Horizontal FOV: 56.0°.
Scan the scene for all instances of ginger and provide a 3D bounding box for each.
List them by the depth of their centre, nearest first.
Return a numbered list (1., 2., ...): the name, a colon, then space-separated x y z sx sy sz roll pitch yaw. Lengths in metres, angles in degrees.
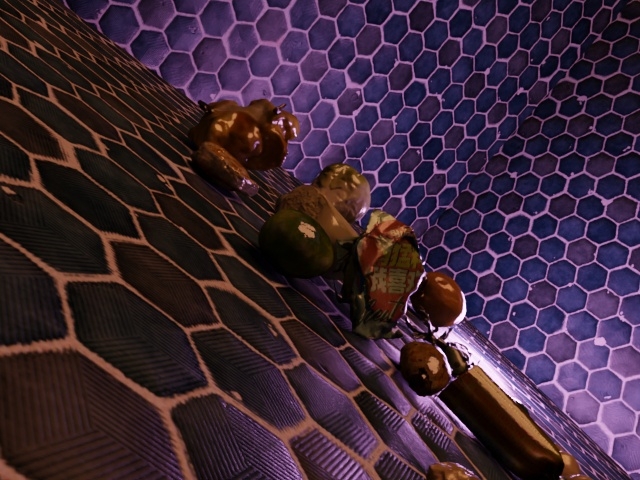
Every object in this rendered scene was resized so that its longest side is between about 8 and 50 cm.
1. ginger: 0.245 0.383 0.864 0.299 0.065 0.118 31 25 -45

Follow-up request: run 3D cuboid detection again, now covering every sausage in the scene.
1. sausage: 0.404 0.405 1.286 0.317 0.125 0.117 44 19 22

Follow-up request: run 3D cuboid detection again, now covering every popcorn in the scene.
1. popcorn: -0.242 -0.311 1.855 0.316 0.280 0.297 23 43 18

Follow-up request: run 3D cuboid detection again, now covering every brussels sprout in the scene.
1. brussels sprout: -0.056 0.005 1.286 0.181 0.143 0.162 18 12 39
2. brussels sprout: 0.058 -0.166 2.320 0.242 0.274 0.316 60 7 -5

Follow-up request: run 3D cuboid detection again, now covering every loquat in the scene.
1. loquat: 0.449 0.225 2.305 0.238 0.193 0.238 40 14 -13

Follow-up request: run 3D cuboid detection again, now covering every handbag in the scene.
1. handbag: 0.387 0.347 1.740 0.047 0.072 0.111 55 13 -54

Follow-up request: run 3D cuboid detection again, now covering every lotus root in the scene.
1. lotus root: 0.226 0.270 1.327 0.110 0.097 0.258 38 4 1

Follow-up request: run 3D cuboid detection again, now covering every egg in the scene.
1. egg: -0.103 -0.109 1.922 0.085 0.085 0.110 37 6 -26

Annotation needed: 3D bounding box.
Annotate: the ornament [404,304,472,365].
1. ornament: 0.366 0.301 1.880 0.236 0.080 0.202 41 11 7

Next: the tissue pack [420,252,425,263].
1. tissue pack: 0.259 0.065 2.259 0.206 0.198 0.287 43 10 18

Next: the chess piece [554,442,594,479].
1. chess piece: 0.549 0.546 1.269 0.117 0.117 0.397 39 6 -8

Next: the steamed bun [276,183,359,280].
1. steamed bun: 0.000 0.000 1.524 0.232 0.166 0.273 48 4 -39

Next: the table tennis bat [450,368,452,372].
1. table tennis bat: 0.272 0.317 1.347 0.007 0.083 0.050 34 44 9

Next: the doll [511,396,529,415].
1. doll: 0.434 0.420 1.430 0.134 0.106 0.186 33 2 34

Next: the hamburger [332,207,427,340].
1. hamburger: 0.116 0.087 1.385 0.151 0.276 0.260 14 -20 42

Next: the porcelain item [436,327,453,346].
1. porcelain item: 0.423 0.324 2.041 0.021 0.075 0.136 43 7 11

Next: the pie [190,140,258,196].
1. pie: -0.255 -0.185 1.617 0.179 0.084 0.205 44 6 16
